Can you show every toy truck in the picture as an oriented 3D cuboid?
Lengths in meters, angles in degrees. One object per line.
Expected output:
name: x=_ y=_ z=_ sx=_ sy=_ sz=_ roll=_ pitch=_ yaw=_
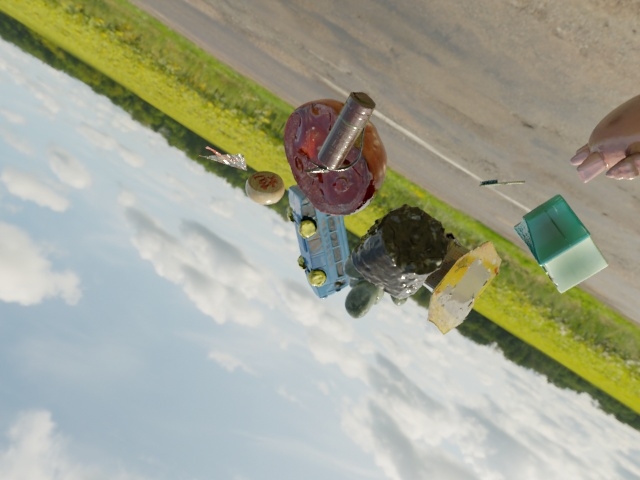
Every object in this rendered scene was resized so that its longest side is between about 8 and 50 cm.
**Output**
toy truck: x=0.000 y=0.000 z=1.840 sx=0.161 sy=0.162 sz=0.385 roll=-133 pitch=28 yaw=-60

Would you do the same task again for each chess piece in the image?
chess piece: x=-0.118 y=-0.113 z=1.205 sx=0.084 sy=0.084 sz=0.038 roll=34 pitch=138 yaw=21

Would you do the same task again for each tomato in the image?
tomato: x=0.044 y=-0.169 z=1.115 sx=0.139 sy=0.200 sz=0.233 roll=-24 pitch=-97 yaw=-41

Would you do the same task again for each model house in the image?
model house: x=0.247 y=0.063 z=1.160 sx=0.136 sy=0.207 sz=0.219 roll=37 pitch=-179 yaw=37
model house: x=0.421 y=-0.006 z=1.011 sx=0.149 sy=0.100 sz=0.127 roll=48 pitch=-163 yaw=-27

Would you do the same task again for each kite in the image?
kite: x=-0.336 y=-0.289 z=1.996 sx=0.232 sy=0.009 sz=0.189 roll=3 pitch=161 yaw=43

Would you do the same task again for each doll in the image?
doll: x=0.450 y=-0.150 z=0.772 sx=0.093 sy=0.211 sz=0.262 roll=58 pitch=-138 yaw=-11

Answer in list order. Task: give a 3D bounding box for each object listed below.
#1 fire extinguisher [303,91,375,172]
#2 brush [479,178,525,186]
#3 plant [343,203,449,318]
fire extinguisher: x=0.039 y=-0.157 z=0.886 sx=0.078 sy=0.157 sz=0.045 roll=12 pitch=-136 yaw=-21
brush: x=0.345 y=-0.111 z=1.067 sx=0.084 sy=0.013 sz=0.016 roll=-2 pitch=-172 yaw=22
plant: x=0.129 y=0.047 z=1.069 sx=0.149 sy=0.146 sz=0.274 roll=42 pitch=147 yaw=4
